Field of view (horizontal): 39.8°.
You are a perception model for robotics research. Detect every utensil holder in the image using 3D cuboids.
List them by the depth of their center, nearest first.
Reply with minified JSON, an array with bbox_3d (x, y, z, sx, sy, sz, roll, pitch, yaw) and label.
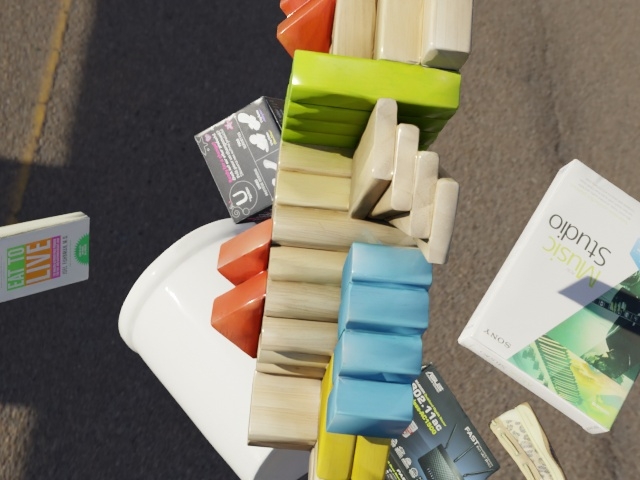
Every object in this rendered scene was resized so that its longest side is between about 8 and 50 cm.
[{"bbox_3d":[-0.119,0.205,1.579,0.328,0.327,0.385,-26,60,-33],"label":"utensil holder"}]

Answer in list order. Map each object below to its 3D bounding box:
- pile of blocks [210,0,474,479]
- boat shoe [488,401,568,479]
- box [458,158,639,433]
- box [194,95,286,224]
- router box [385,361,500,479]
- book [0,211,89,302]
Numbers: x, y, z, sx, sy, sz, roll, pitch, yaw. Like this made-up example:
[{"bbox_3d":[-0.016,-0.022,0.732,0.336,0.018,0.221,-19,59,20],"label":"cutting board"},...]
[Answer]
[{"bbox_3d":[0.000,0.000,0.484,0.113,0.362,0.149,6,12,-5],"label":"pile of blocks"},{"bbox_3d":[0.377,0.414,1.523,0.089,0.104,0.285,-25,40,8],"label":"boat shoe"},{"bbox_3d":[0.373,0.075,1.254,0.232,0.058,0.322,34,73,0],"label":"box"},{"bbox_3d":[-0.069,-0.131,1.455,0.163,0.142,0.247,65,20,4],"label":"box"},{"bbox_3d":[0.098,0.190,0.831,0.092,0.038,0.122,-30,83,-31],"label":"router box"},{"bbox_3d":[-0.376,0.022,1.169,0.035,0.096,0.144,26,30,38],"label":"book"}]
